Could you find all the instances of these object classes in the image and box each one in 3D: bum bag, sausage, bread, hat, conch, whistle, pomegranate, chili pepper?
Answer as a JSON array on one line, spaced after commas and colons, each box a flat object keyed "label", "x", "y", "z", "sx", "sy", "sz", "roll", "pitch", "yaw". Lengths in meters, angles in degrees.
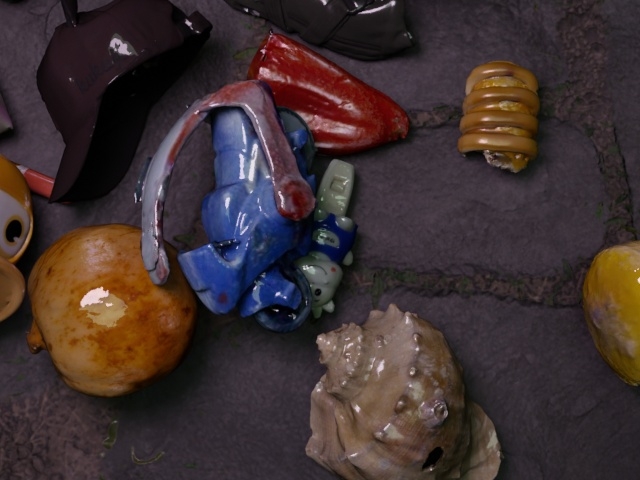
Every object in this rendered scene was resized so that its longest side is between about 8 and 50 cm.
[{"label": "bum bag", "x": -0.008, "y": -0.358, "z": 1.215, "sx": 0.326, "sy": 0.142, "sz": 0.079, "roll": 23, "pitch": 45, "yaw": 1}, {"label": "sausage", "x": -0.470, "y": -0.107, "z": 1.214, "sx": 0.253, "sy": 0.034, "sz": 0.034, "roll": 22, "pitch": 84, "yaw": 0}, {"label": "bread", "x": 0.466, "y": 0.093, "z": 1.160, "sx": 0.171, "sy": 0.197, "sz": 0.197, "roll": -16, "pitch": 85, "yaw": -11}, {"label": "bread", "x": 0.268, "y": -0.185, "z": 1.228, "sx": 0.119, "sy": 0.084, "sz": 0.177, "roll": 6, "pitch": 80, "yaw": -2}, {"label": "hat", "x": -0.329, "y": -0.224, "z": 1.139, "sx": 0.209, "sy": 0.238, "sz": 0.336, "roll": 35, "pitch": 94, "yaw": -1}, {"label": "conch", "x": 0.108, "y": 0.250, "z": 1.137, "sx": 0.324, "sy": 0.186, "sz": 0.263, "roll": 40, "pitch": 102, "yaw": 3}, {"label": "whistle", "x": 0.000, "y": 0.000, "z": 1.192, "sx": 0.110, "sy": 0.092, "sz": 0.244, "roll": 19, "pitch": 83, "yaw": -7}, {"label": "pomegranate", "x": -0.281, "y": 0.092, "z": 1.104, "sx": 0.248, "sy": 0.248, "sz": 0.248, "roll": 0, "pitch": 84, "yaw": -2}, {"label": "chili pepper", "x": 0.007, "y": -0.188, "z": 1.210, "sx": 0.253, "sy": 0.136, "sz": 0.144, "roll": 24, "pitch": 57, "yaw": -7}]

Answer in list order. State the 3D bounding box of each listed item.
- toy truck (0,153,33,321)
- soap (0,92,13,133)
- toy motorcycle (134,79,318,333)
[{"label": "toy truck", "x": -0.514, "y": 0.005, "z": 1.087, "sx": 0.288, "sy": 0.204, "sz": 0.211, "roll": -35, "pitch": 59, "yaw": 4}, {"label": "soap", "x": -0.565, "y": -0.215, "z": 1.151, "sx": 0.199, "sy": 0.138, "sz": 0.182, "roll": -24, "pitch": 67, "yaw": -4}, {"label": "toy motorcycle", "x": -0.119, "y": -0.040, "z": 1.089, "sx": 0.241, "sy": 0.182, "sz": 0.319, "roll": 2, "pitch": 79, "yaw": -9}]
